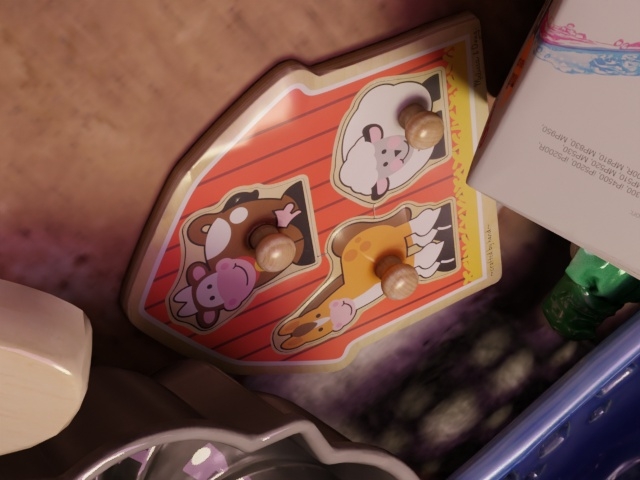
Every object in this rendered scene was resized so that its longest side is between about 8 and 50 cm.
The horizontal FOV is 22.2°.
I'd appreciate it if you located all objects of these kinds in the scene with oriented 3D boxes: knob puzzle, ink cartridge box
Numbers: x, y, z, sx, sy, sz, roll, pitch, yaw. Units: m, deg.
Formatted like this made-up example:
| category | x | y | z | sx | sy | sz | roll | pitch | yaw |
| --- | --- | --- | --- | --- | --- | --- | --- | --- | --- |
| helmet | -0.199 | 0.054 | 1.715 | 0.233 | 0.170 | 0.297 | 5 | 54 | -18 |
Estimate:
| category | x | y | z | sx | sy | sz | roll | pitch | yaw |
| --- | --- | --- | --- | --- | --- | --- | --- | --- | --- |
| knob puzzle | 0.000 | 0.000 | 0.765 | 0.213 | 0.030 | 0.213 | -18 | 134 | -20 |
| ink cartridge box | 0.159 | -0.085 | 0.692 | 0.127 | 0.128 | 0.176 | 26 | 115 | 2 |

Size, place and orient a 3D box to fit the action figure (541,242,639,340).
| category | x | y | z | sx | sy | sz | roll | pitch | yaw |
| --- | --- | --- | --- | --- | --- | --- | --- | --- | --- |
| action figure | 0.186 | -0.044 | 0.824 | 0.137 | 0.063 | 0.232 | 21 | 109 | -44 |

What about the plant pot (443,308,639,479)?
| category | x | y | z | sx | sy | sz | roll | pitch | yaw |
| --- | --- | --- | --- | --- | --- | --- | --- | --- | --- |
| plant pot | 0.203 | 0.173 | 0.879 | 0.236 | 0.236 | 0.212 | -40 | 168 | 1 |

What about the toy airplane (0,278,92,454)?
| category | x | y | z | sx | sy | sz | roll | pitch | yaw |
| --- | --- | --- | --- | --- | --- | --- | --- | --- | --- |
| toy airplane | -0.301 | -0.027 | 0.404 | 0.384 | 0.272 | 0.386 | -4 | 156 | 28 |

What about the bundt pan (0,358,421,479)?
| category | x | y | z | sx | sy | sz | roll | pitch | yaw |
| --- | --- | --- | --- | --- | --- | --- | --- | --- | --- |
| bundt pan | -0.100 | 0.195 | 0.746 | 0.331 | 0.124 | 0.331 | -14 | 121 | -25 |
